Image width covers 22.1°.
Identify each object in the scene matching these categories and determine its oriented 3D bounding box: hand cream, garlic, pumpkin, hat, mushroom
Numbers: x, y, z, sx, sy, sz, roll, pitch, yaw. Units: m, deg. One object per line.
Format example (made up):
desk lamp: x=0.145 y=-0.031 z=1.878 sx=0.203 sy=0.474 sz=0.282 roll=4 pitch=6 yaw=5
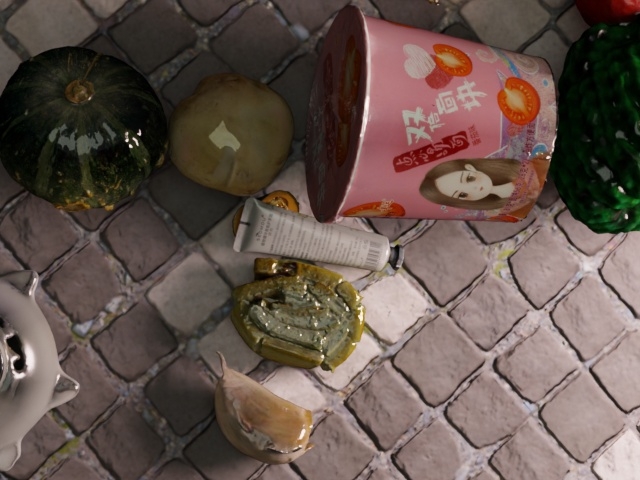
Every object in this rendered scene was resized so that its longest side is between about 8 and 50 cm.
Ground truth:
hand cream: x=0.000 y=0.000 z=1.868 sx=0.194 sy=0.042 sz=0.067 roll=13 pitch=111 yaw=-13
garlic: x=-0.076 y=0.203 z=1.851 sx=0.152 sy=0.066 sz=0.084 roll=30 pitch=56 yaw=-9
pumpkin: x=-0.264 y=-0.123 z=1.794 sx=0.190 sy=0.146 sz=0.190 roll=-5 pitch=57 yaw=8
pumpkin: x=-0.064 y=-0.027 z=1.876 sx=0.083 sy=0.028 sz=0.050 roll=-25 pitch=105 yaw=-5
hat: x=0.364 y=-0.184 z=1.870 sx=0.274 sy=0.242 sz=0.332 roll=-4 pitch=63 yaw=-30
mushroom: x=-0.100 y=-0.120 z=1.835 sx=0.148 sy=0.112 sz=0.148 roll=1 pitch=86 yaw=-10

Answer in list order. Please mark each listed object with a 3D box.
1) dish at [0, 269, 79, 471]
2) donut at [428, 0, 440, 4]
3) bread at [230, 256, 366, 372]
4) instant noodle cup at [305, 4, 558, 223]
dish: x=-0.382 y=0.128 z=1.797 sx=0.228 sy=0.086 sz=0.236 roll=-44 pitch=94 yaw=-7
donut: x=0.171 y=-0.354 z=1.903 sx=0.181 sy=0.078 sz=0.146 roll=-15 pitch=88 yaw=-2
bread: x=-0.027 y=0.084 z=1.858 sx=0.156 sy=0.064 sz=0.117 roll=12 pitch=84 yaw=-8
instant noodle cup: x=0.121 y=-0.124 z=1.810 sx=0.231 sy=0.243 sz=0.243 roll=7 pitch=86 yaw=-13
